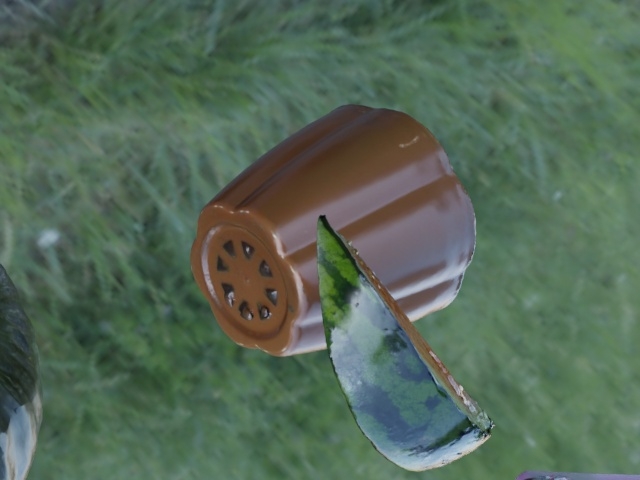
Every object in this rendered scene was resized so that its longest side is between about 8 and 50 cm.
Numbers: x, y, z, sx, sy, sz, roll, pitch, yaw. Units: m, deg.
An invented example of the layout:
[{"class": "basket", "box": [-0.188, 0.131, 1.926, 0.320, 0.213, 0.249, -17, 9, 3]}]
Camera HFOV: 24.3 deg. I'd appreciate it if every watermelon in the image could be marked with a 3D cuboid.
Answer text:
[{"class": "watermelon", "box": [0.055, 0.084, 1.002, 0.063, 0.119, 0.245, -26, 136, 16]}]

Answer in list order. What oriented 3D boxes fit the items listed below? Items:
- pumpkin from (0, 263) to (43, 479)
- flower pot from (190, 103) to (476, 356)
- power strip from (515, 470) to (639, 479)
[{"class": "pumpkin", "box": [-0.318, 0.044, 1.083, 0.242, 0.232, 0.325, -21, 118, 24]}, {"class": "flower pot", "box": [0.000, 0.000, 1.178, 0.173, 0.191, 0.190, -25, 144, -41]}, {"class": "power strip", "box": [0.167, 0.284, 1.058, 0.109, 0.037, 0.278, 4, 113, -15]}]
